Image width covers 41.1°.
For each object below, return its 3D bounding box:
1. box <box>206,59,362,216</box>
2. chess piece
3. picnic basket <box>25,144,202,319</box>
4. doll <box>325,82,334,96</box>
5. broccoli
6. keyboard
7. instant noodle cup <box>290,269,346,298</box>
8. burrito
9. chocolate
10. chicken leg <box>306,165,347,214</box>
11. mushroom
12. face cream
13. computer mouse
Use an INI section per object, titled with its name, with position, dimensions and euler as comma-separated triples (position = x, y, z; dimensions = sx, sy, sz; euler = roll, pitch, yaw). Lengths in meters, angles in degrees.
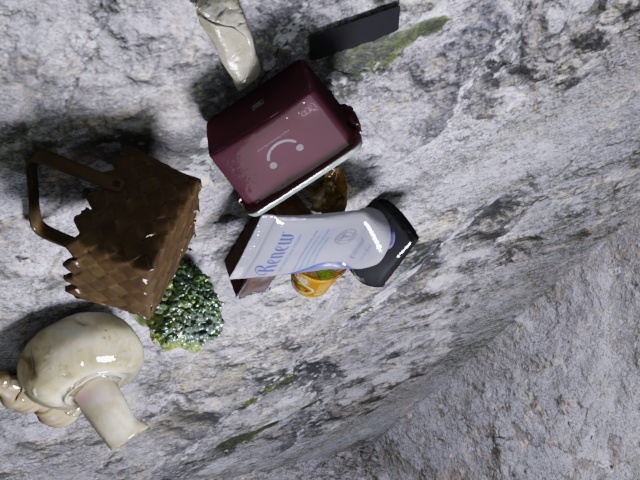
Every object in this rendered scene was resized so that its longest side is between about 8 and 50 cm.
[box]
position = -0.082, -0.210, 1.696
dimensions = 0.294, 0.193, 0.167
euler = -32, 122, 11
[chess piece]
position = -0.772, 0.411, 2.272
dimensions = 0.139, 0.124, 0.307
euler = -2, 158, 24
[picnic basket]
position = -0.417, -0.033, 1.659
dimensions = 0.321, 0.291, 0.254
euler = 23, 144, 0
[doll]
position = 0.000, -0.286, 1.819
dimensions = 0.076, 0.050, 0.083
euler = -21, 154, -4
[broccoli]
position = -0.385, 0.171, 2.109
dimensions = 0.246, 0.288, 0.248
euler = -29, -165, 36
[keyboard]
position = 0.067, -0.413, 1.696
dimensions = 0.197, 0.015, 0.074
euler = -22, 149, -11
[instant noodle cup]
position = -0.015, 0.073, 2.329
dimensions = 0.168, 0.168, 0.185
euler = -18, 158, -18
[burrito]
position = -0.162, -0.358, 1.533
dimensions = 0.082, 0.059, 0.275
euler = -39, 155, -9
[chocolate]
position = -0.141, 0.009, 2.136
dimensions = 0.112, 0.112, 0.321
euler = -9, 147, -37
[chicken leg]
position = 0.018, -0.136, 2.069
dimensions = 0.101, 0.085, 0.207
euler = -10, 141, -8
[mushroom]
position = -0.570, 0.323, 2.149
dimensions = 0.356, 0.315, 0.315
euler = 34, 121, -21
[face cream]
position = 0.000, 0.000, 2.063
dimensions = 0.420, 0.137, 0.235
euler = -5, 145, -33
[computer mouse]
position = 0.144, 0.021, 2.343
dimensions = 0.100, 0.170, 0.269
euler = -22, 154, -43
